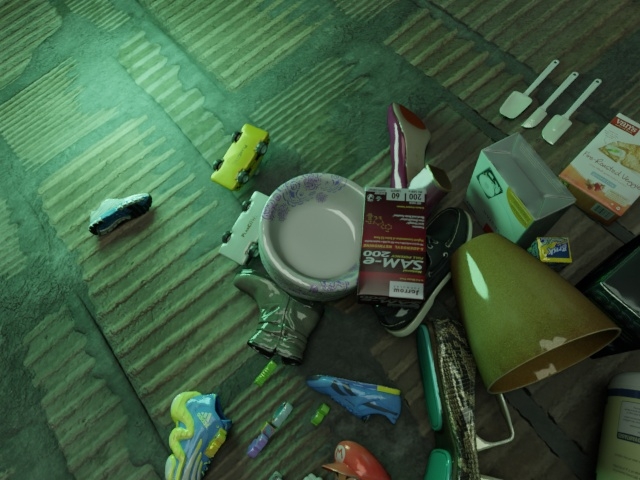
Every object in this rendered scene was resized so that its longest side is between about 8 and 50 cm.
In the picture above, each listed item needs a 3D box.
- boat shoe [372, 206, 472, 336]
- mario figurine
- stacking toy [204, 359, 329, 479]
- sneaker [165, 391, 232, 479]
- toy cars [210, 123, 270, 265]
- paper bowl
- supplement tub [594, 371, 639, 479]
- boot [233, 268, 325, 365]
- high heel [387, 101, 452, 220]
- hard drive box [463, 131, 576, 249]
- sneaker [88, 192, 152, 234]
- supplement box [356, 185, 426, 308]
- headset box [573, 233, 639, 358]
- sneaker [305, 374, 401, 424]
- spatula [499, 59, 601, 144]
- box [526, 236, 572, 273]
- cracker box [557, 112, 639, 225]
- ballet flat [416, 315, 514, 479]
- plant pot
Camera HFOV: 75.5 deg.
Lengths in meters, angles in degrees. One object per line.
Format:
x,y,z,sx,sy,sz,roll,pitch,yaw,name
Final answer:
0.218,0.041,0.917,0.340,0.113,0.127,-53,27,-12,boat shoe
0.036,0.540,0.750,0.198,0.170,0.319,-1,70,11,mario figurine
-0.105,0.392,0.860,0.167,0.052,0.221,38,77,-3,stacking toy
-0.253,0.440,0.878,0.126,0.091,0.239,-12,67,4,sneaker
-0.188,-0.118,1.093,0.177,0.087,0.392,-14,70,9,toy cars
0.000,0.000,0.954,0.285,0.148,0.283,3,66,-8,paper bowl
0.587,0.406,0.669,0.236,0.235,0.324,17,73,15,supplement tub
-0.125,0.172,0.945,0.247,0.083,0.161,22,58,15,boot
0.199,-0.197,1.059,0.127,0.181,0.376,19,43,-26,high heel
0.413,-0.086,0.894,0.089,0.232,0.181,-26,66,0,hard drive box
-0.565,-0.095,1.155,0.191,0.071,0.082,-26,61,-1,sneaker
0.146,0.011,0.842,0.131,0.073,0.239,3,67,7,supplement box
0.601,0.082,0.769,0.246,0.283,0.131,-39,68,-6,headset box
0.065,0.336,0.877,0.210,0.069,0.082,8,74,12,sneaker
0.610,-0.378,1.090,0.168,0.019,0.242,40,80,22,spatula
0.462,0.047,0.867,0.059,0.169,0.054,1,70,11,box
0.688,-0.169,0.969,0.232,0.067,0.156,-44,69,-9,cracker box
0.276,0.384,0.782,0.182,0.164,0.481,6,66,2,ballet flat
0.358,0.116,0.776,0.238,0.237,0.254,-22,56,1,plant pot
